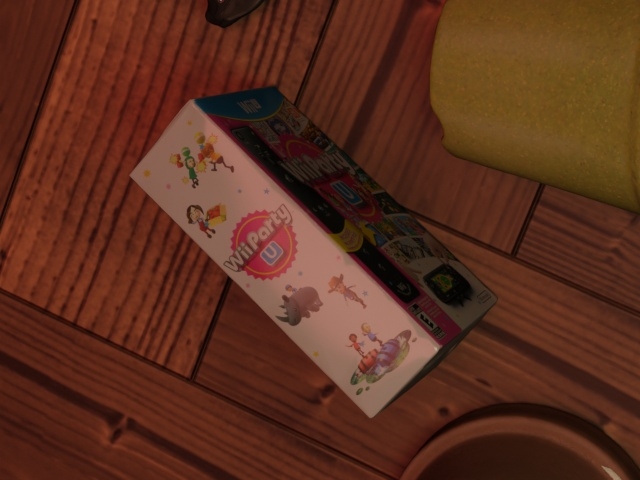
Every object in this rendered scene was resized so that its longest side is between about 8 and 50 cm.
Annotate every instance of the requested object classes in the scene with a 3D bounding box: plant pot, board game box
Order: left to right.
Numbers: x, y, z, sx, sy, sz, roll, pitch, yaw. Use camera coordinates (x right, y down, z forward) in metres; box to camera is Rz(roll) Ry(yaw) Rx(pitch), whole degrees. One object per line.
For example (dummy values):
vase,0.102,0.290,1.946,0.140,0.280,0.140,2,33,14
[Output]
board game box,0.000,0.000,1.629,0.303,0.224,0.097,43,108,7
plant pot,0.161,0.294,1.615,0.263,0.229,0.263,2,97,18
plant pot,0.241,-0.139,1.534,0.254,0.276,0.276,10,100,28

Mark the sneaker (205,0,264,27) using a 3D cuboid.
sneaker,-0.139,-0.296,1.710,0.106,0.078,0.234,-44,85,15
